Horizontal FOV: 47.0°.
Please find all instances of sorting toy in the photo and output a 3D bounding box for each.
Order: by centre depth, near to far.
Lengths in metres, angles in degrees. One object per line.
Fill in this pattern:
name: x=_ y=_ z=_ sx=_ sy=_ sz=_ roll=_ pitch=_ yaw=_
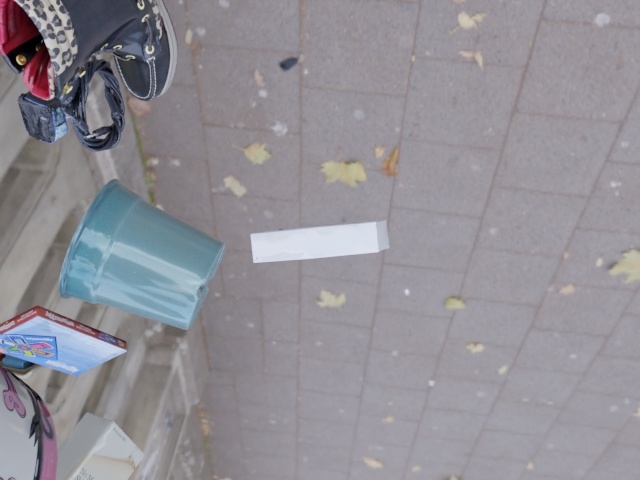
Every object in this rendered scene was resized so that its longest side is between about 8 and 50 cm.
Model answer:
sorting toy: x=-0.753 y=0.281 z=1.907 sx=0.229 sy=0.307 sz=0.041 roll=3 pitch=99 yaw=14

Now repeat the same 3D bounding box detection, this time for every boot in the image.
boot: x=-0.370 y=-0.327 z=1.207 sx=0.138 sy=0.284 sz=0.377 roll=29 pitch=146 yaw=10

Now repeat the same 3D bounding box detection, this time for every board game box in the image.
board game box: x=-0.540 y=0.212 z=1.516 sx=0.145 sy=0.027 sz=0.281 roll=-27 pitch=150 yaw=11

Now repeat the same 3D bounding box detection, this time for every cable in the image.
cable: x=-0.420 y=-0.263 z=1.409 sx=0.047 sy=0.184 sz=0.150 roll=-6 pitch=145 yaw=24

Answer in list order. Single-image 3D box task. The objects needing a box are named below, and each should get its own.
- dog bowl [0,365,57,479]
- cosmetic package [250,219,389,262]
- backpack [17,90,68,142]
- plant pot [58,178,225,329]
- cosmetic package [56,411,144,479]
dog bowl: x=-0.512 y=0.330 z=0.953 sx=0.408 sy=0.407 sz=0.150 roll=-16 pitch=144 yaw=29
cosmetic package: x=0.000 y=0.000 z=1.370 sx=0.239 sy=0.099 sz=0.060 roll=-5 pitch=94 yaw=16
backpack: x=-0.638 y=-0.291 z=1.720 sx=0.105 sy=0.084 sz=0.114 roll=22 pitch=133 yaw=14
plant pot: x=-0.449 y=0.058 z=1.932 sx=0.334 sy=0.341 sz=0.341 roll=23 pitch=139 yaw=-2
cosmetic package: x=-0.589 y=0.595 z=1.784 sx=0.113 sy=0.309 sz=0.160 roll=5 pitch=138 yaw=38
